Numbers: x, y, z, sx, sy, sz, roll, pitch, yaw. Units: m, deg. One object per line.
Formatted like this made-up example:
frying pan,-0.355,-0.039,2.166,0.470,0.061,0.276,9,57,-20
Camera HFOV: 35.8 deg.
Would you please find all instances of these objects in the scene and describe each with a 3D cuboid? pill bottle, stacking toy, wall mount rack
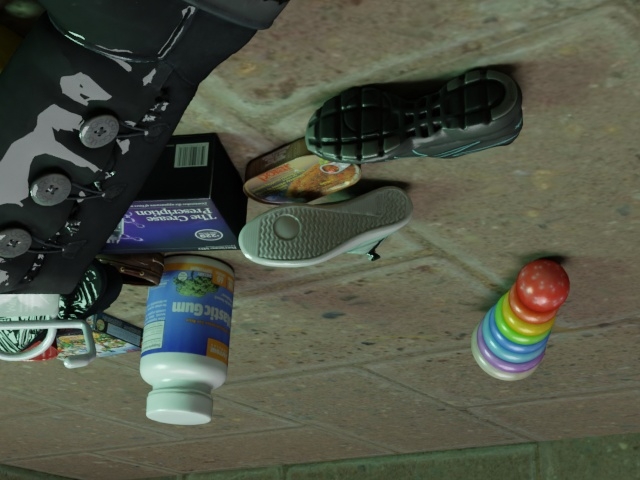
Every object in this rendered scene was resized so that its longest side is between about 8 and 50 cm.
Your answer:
pill bottle,-0.233,0.176,1.732,0.152,0.272,0.152,2,158,1
stacking toy,0.371,0.133,1.776,0.141,0.141,0.330,4,152,-4
wall mount rack,-0.444,0.065,1.288,0.304,0.130,0.350,-2,127,-19

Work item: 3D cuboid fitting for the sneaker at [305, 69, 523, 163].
sneaker,0.114,-0.128,1.196,0.267,0.101,0.106,-5,158,18

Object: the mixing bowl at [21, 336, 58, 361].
mixing bowl,-0.609,0.171,1.982,0.181,0.098,0.181,1,157,0

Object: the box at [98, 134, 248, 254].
box,-0.251,-0.059,1.400,0.261,0.103,0.184,-2,159,11

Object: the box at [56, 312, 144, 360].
box,-0.514,0.209,2.132,0.233,0.044,0.159,-12,154,30

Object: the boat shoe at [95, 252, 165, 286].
boat shoe,-0.368,0.048,1.702,0.207,0.073,0.073,-3,158,16

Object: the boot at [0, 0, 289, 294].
boot,-0.294,-0.141,0.929,0.367,0.146,0.445,21,127,-38

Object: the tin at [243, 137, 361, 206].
tin,-0.027,-0.095,1.372,0.189,0.040,0.106,-19,153,41

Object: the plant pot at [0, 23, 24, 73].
plant pot,-0.421,-0.146,1.090,0.187,0.212,0.212,-26,146,25

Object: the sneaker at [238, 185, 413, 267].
sneaker,0.001,0.000,1.454,0.256,0.094,0.151,-13,165,-15

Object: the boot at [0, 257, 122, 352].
boot,-0.372,0.072,1.534,0.246,0.094,0.207,-35,180,29
